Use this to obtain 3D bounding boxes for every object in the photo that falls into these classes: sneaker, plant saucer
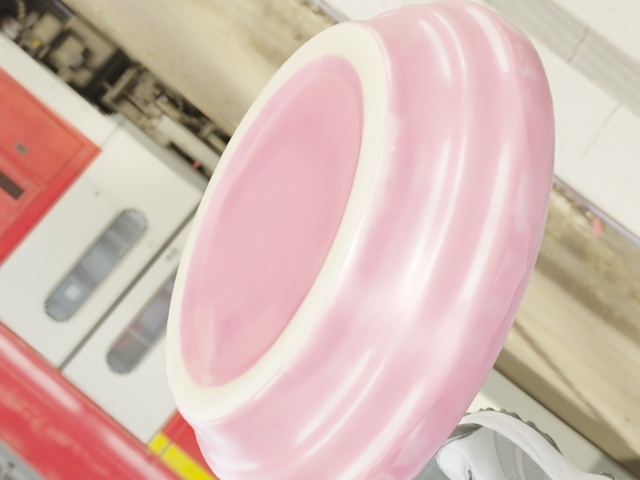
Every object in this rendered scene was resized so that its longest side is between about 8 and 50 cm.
[{"bbox_3d":[0.164,0.217,0.880,0.100,0.108,0.271,60,164,-25],"label":"sneaker"},{"bbox_3d":[0.000,0.000,0.668,0.084,0.332,0.332,23,179,-25],"label":"plant saucer"}]
